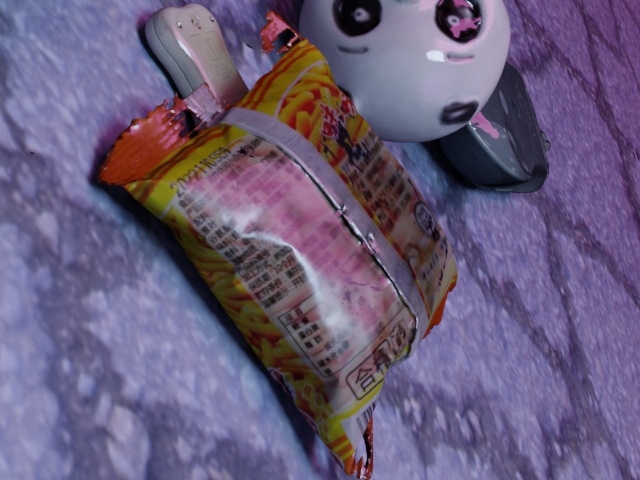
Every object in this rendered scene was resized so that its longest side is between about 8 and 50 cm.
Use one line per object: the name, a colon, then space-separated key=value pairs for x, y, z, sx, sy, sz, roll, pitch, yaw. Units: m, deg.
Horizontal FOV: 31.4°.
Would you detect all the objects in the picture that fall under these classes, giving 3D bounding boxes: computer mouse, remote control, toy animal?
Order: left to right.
remote control: x=-0.084 y=-0.119 z=0.851 sx=0.122 sy=0.032 sz=0.074 roll=62 pitch=28 yaw=-1
toy animal: x=0.077 y=-0.194 z=1.035 sx=0.235 sy=0.187 sz=0.165 roll=-80 pitch=171 yaw=-49
computer mouse: x=0.194 y=-0.123 z=1.274 sx=0.379 sy=0.090 sz=0.167 roll=11 pitch=65 yaw=-66

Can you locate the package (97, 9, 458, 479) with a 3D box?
package: x=0.003 y=-0.005 z=0.799 sx=0.288 sy=0.108 sz=0.223 roll=57 pitch=42 yaw=-18
